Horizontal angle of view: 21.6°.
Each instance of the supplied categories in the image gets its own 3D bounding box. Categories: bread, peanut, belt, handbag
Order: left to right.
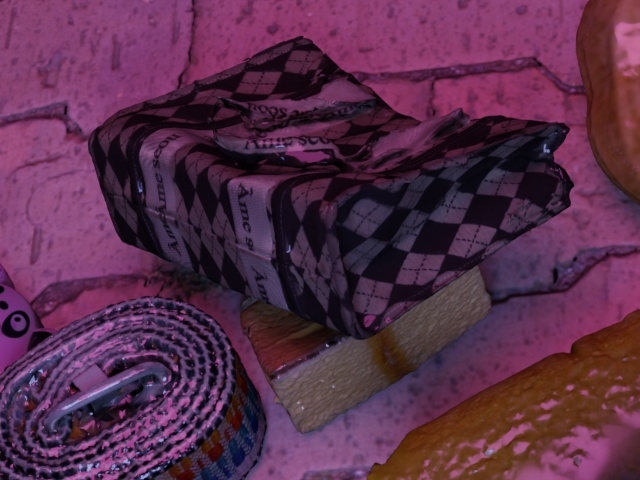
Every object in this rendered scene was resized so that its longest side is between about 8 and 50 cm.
[{"bbox_3d":[-0.207,0.179,1.624,0.295,0.160,0.207,-23,53,-3],"label":"belt"},{"bbox_3d":[0.014,-0.065,1.646,0.316,0.180,0.416,-26,28,-29],"label":"handbag"},{"bbox_3d":[0.025,0.050,1.671,0.240,0.135,0.178,-31,54,-6],"label":"bread"},{"bbox_3d":[0.235,0.212,1.474,0.376,0.208,0.251,-25,58,-8],"label":"bread"},{"bbox_3d":[0.344,-0.141,1.728,0.147,0.147,0.305,-7,58,9],"label":"peanut"}]

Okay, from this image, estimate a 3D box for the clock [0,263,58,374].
[{"bbox_3d":[-0.394,0.143,1.744,0.248,0.090,0.227,-37,55,-15],"label":"clock"}]
